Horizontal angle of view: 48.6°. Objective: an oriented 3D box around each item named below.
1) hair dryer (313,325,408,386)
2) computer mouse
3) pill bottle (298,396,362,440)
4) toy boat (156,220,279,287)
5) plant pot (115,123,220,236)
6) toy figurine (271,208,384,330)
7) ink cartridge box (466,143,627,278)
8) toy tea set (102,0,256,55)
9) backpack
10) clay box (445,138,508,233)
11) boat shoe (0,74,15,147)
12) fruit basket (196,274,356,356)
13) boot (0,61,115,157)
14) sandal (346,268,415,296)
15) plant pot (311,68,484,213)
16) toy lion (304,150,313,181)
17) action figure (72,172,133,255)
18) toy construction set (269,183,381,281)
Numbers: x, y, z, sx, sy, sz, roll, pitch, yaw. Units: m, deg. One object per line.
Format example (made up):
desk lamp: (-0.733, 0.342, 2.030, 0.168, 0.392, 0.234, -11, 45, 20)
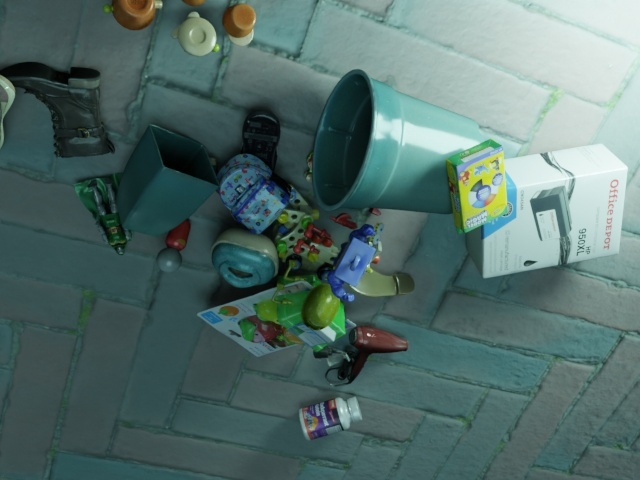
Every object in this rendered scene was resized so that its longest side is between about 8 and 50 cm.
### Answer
hair dryer: (0.132, 0.350, 2.230, 0.294, 0.080, 0.223, -16, 138, 9)
computer mouse: (-0.196, -0.225, 1.829, 0.184, 0.060, 0.262, 3, 124, -1)
pill bottle: (0.033, 0.577, 2.318, 0.194, 0.108, 0.108, -17, 122, 3)
toy boat: (-0.271, 0.051, 1.900, 0.318, 0.148, 0.267, 16, 159, 1)
plant pot: (-0.401, -0.132, 1.774, 0.166, 0.165, 0.234, 17, 125, -42)
toy figurine: (0.036, 0.059, 1.758, 0.191, 0.217, 0.362, 30, 90, -11)
ink cartridge box: (0.614, -0.082, 1.955, 0.395, 0.166, 0.285, -10, 123, -2)
toy tea set: (-0.315, -0.525, 1.613, 0.336, 0.124, 0.200, 29, 84, -19)
backpack: (-0.178, -0.124, 1.789, 0.158, 0.117, 0.173, -41, 110, 16)
clay box: (0.373, -0.115, 1.671, 0.128, 0.053, 0.222, -25, 126, -11)
boat shoe: (-0.796, -0.268, 1.657, 0.103, 0.092, 0.285, 34, 131, -14)
fruit basket: (-0.118, 0.241, 2.034, 0.353, 0.165, 0.327, -23, 140, 17)
boot: (-0.635, -0.300, 1.702, 0.263, 0.091, 0.228, 4, 125, -6)
sandal: (0.157, 0.134, 2.082, 0.240, 0.088, 0.079, 6, 158, -27)
plant pot: (0.197, -0.215, 1.742, 0.334, 0.341, 0.341, 9, 120, -22)
toy lion: (0.007, -0.194, 1.887, 0.100, 0.034, 0.096, 20, 109, -19)
action figure: (-0.555, -0.058, 1.879, 0.137, 0.063, 0.232, -11, 126, -5)
toy construction set: (0.000, 0.000, 1.946, 0.328, 0.151, 0.215, 27, 115, -10)
